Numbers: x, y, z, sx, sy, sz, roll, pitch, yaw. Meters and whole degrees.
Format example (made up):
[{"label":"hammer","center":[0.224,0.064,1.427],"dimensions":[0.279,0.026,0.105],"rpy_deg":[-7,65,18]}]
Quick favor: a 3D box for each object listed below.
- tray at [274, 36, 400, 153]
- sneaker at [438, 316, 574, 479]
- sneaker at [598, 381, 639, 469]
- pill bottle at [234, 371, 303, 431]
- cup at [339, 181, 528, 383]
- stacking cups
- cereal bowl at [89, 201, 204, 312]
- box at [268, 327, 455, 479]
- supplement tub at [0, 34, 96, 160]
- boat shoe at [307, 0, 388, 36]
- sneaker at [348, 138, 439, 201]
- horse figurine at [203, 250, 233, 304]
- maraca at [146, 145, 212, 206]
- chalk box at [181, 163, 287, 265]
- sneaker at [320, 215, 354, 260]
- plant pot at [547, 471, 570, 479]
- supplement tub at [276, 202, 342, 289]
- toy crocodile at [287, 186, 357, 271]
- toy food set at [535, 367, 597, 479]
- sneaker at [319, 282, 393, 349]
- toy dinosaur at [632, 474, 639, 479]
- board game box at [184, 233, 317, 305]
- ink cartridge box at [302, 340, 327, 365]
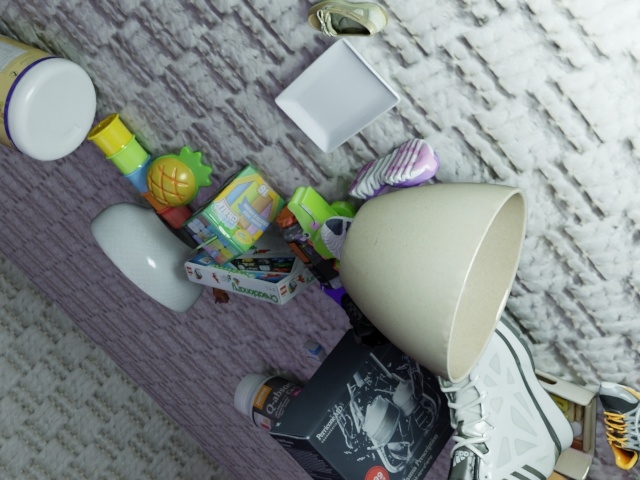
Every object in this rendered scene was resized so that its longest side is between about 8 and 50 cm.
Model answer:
[{"label":"tray","center":[0.029,-0.253,1.539],"dimensions":[0.145,0.030,0.270],"rpy_deg":[46,150,-9]},{"label":"sneaker","center":[0.298,0.319,1.660],"dimensions":[0.447,0.257,0.169],"rpy_deg":[52,143,-13]},{"label":"sneaker","center":[0.584,0.357,1.689],"dimensions":[0.084,0.083,0.215],"rpy_deg":[5,134,48]},{"label":"pill bottle","center":[-0.111,0.497,2.596],"dimensions":[0.278,0.162,0.162],"rpy_deg":[18,144,33]},{"label":"cup","center":[0.171,0.041,1.450],"dimensions":[0.237,0.331,0.331],"rpy_deg":[19,145,23]},{"label":"stacking cups","center":[-0.425,-0.162,2.132],"dimensions":[0.096,0.096,0.316],"rpy_deg":[-5,131,52]},{"label":"cereal bowl","center":[-0.417,0.020,2.245],"dimensions":[0.339,0.141,0.339],"rpy_deg":[44,-175,-5]},{"label":"box","center":[0.115,0.431,2.060],"dimensions":[0.312,0.343,0.179],"rpy_deg":[49,151,-17]},{"label":"supplement tub","center":[-0.721,-0.345,2.057],"dimensions":[0.331,0.241,0.241],"rpy_deg":[23,147,27]},{"label":"boat shoe","center":[0.034,-0.346,1.387],"dimensions":[0.153,0.048,0.056],"rpy_deg":[16,143,36]},{"label":"sneaker","center":[0.149,-0.103,1.557],"dimensions":[0.104,0.095,0.236],"rpy_deg":[40,156,-15]},{"label":"horse figurine","center":[-0.240,0.076,2.266],"dimensions":[0.174,0.066,0.263],"rpy_deg":[10,142,32]},{"label":"maraca","center":[-0.330,-0.146,2.036],"dimensions":[0.186,0.099,0.127],"rpy_deg":[-26,107,32]},{"label":"chalk box","center":[-0.200,-0.038,1.908],"dimensions":[0.132,0.213,0.132],"rpy_deg":[46,150,-12]},{"label":"sneaker","center":[0.094,-0.017,1.655],"dimensions":[0.235,0.153,0.094],"rpy_deg":[12,118,-21]},{"label":"plant pot","center":[0.448,0.605,2.004],"dimensions":[0.291,0.203,0.291],"rpy_deg":[25,169,5]},{"label":"supplement tub","center":[0.000,0.000,1.832],"dimensions":[0.190,0.117,0.117],"rpy_deg":[51,149,-19]},{"label":"toy crocodile","center":[0.061,0.025,1.746],"dimensions":[0.340,0.115,0.105],"rpy_deg":[41,126,-19]},{"label":"toy food set","center":[0.460,0.378,1.849],"dimensions":[0.220,0.092,0.306],"rpy_deg":[21,146,31]},{"label":"sneaker","center":[0.100,0.157,1.901],"dimensions":[0.293,0.146,0.102],"rpy_deg":[20,145,30]},{"label":"toy dinosaur","center":[0.718,0.411,1.611],"dimensions":[0.313,0.121,0.160],"rpy_deg":[-5,116,57]},{"label":"board game box","center":[-0.136,0.054,1.981],"dimensions":[0.305,0.193,0.053],"rpy_deg":[11,123,41]},{"label":"ink cartridge box","center":[-0.010,0.311,2.360],"dimensions":[0.048,0.028,0.083],"rpy_deg":[11,140,41]}]
